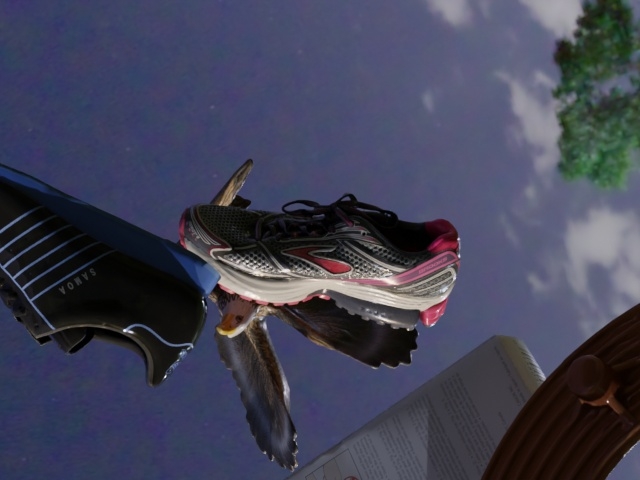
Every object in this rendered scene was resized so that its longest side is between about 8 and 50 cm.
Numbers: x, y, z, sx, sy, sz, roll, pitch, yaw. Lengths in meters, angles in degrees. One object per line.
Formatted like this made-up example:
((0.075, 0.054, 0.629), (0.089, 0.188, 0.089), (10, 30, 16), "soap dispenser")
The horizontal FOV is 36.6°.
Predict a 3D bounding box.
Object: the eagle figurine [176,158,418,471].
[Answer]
((-0.063, 0.095, 1.163), (0.298, 0.226, 0.225), (44, -130, 0), "eagle figurine")

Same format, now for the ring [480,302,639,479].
((0.184, 0.147, 0.371), (0.032, 0.336, 0.336), (35, -127, -38), "ring")

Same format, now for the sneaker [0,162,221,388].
((-0.185, 0.015, 0.625), (0.232, 0.081, 0.090), (23, -107, -2), "sneaker")

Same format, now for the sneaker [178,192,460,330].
((0.000, 0.000, 1.027), (0.299, 0.112, 0.121), (10, -143, -7), "sneaker")

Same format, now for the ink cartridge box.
((0.084, 0.198, 0.660), (0.056, 0.225, 0.181), (24, -147, -50), "ink cartridge box")
